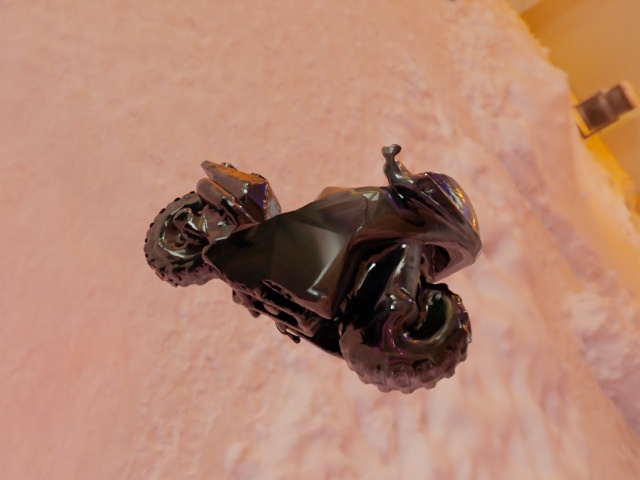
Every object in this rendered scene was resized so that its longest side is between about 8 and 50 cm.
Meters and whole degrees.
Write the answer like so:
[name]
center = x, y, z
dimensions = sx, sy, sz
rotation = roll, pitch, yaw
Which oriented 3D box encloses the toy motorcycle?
[toy motorcycle]
center = 0.000, 0.000, 0.559
dimensions = 0.159, 0.271, 0.106
rotation = -52, 144, -20
